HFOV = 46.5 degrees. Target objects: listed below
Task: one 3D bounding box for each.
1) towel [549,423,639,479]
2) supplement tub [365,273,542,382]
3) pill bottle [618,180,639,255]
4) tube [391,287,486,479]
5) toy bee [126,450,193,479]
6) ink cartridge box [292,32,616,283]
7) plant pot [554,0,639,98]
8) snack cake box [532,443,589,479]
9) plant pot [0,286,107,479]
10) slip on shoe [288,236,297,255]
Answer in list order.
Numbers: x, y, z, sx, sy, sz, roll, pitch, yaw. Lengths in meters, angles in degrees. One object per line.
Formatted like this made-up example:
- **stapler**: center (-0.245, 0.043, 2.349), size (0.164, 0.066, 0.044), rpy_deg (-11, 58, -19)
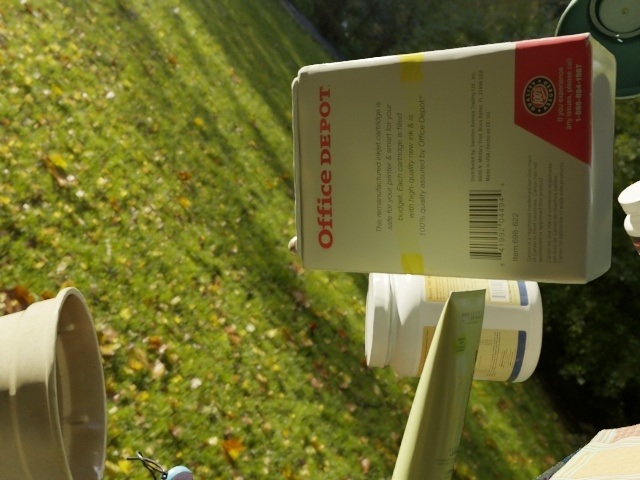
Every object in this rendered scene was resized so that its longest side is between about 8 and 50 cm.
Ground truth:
- **towel**: center (0.454, 0.333, 1.083), size (0.370, 0.271, 0.040), rpy_deg (-16, 83, -48)
- **supplement tub**: center (0.252, 0.158, 1.465), size (0.228, 0.316, 0.228), rpy_deg (-177, -90, -90)
- **pill bottle**: center (0.623, -0.013, 1.353), size (0.193, 0.108, 0.108), rpy_deg (56, 14, -14)
- **tube**: center (0.127, 0.166, 0.777), size (0.062, 0.240, 0.070), rpy_deg (12, 6, -8)
- **toy bee**: center (-0.271, 0.484, 1.322), size (0.298, 0.162, 0.195), rpy_deg (39, -12, -30)
- **ink cartridge box**: center (0.168, -0.098, 0.973), size (0.160, 0.385, 0.279), rpy_deg (-9, 100, -59)
- **plant pot**: center (0.715, -0.512, 1.758), size (0.293, 0.293, 0.196), rpy_deg (46, 44, -20)
- **snack cake box**: center (0.451, 0.511, 1.439), size (0.089, 0.152, 0.264), rpy_deg (56, -22, 30)
- **plant pot**: center (-0.518, 0.256, 1.148), size (0.334, 0.306, 0.333), rpy_deg (173, -90, -84)
- **slip on shoe**: center (0.000, 0.000, 1.556), size (0.041, 0.135, 0.051), rpy_deg (90, -6, -69)
